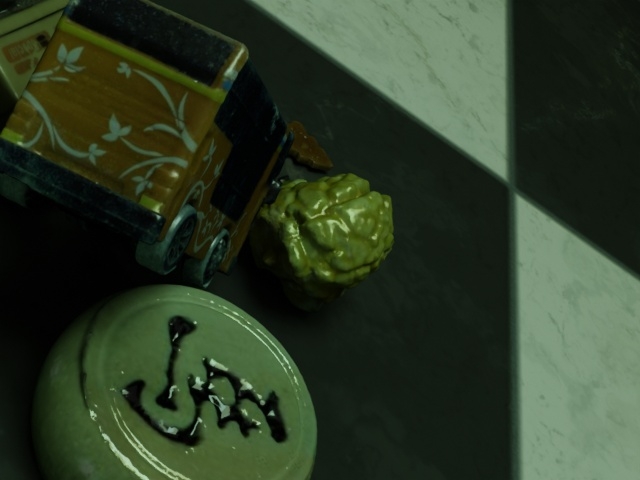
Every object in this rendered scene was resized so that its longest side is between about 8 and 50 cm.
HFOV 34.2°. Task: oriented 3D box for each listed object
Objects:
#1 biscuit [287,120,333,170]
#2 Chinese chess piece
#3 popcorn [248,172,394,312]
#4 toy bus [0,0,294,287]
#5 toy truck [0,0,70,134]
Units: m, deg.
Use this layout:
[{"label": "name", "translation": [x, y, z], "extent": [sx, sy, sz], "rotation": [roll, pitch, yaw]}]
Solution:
[{"label": "biscuit", "translation": [-0.022, -0.121, 1.353], "extent": [0.092, 0.016, 0.082], "rotation": [38, 30, -10]}, {"label": "Chinese chess piece", "translation": [-0.121, 0.154, 0.892], "extent": [0.250, 0.101, 0.250], "rotation": [26, 39, -23]}, {"label": "popcorn", "translation": [-0.004, -0.011, 1.145], "extent": [0.142, 0.173, 0.173], "rotation": [56, 30, -22]}, {"label": "toy bus", "translation": [-0.137, -0.079, 0.910], "extent": [0.162, 0.194, 0.323], "rotation": [25, -3, 8]}, {"label": "toy truck", "translation": [-0.330, -0.142, 0.921], "extent": [0.254, 0.180, 0.405], "rotation": [55, 31, -9]}]
